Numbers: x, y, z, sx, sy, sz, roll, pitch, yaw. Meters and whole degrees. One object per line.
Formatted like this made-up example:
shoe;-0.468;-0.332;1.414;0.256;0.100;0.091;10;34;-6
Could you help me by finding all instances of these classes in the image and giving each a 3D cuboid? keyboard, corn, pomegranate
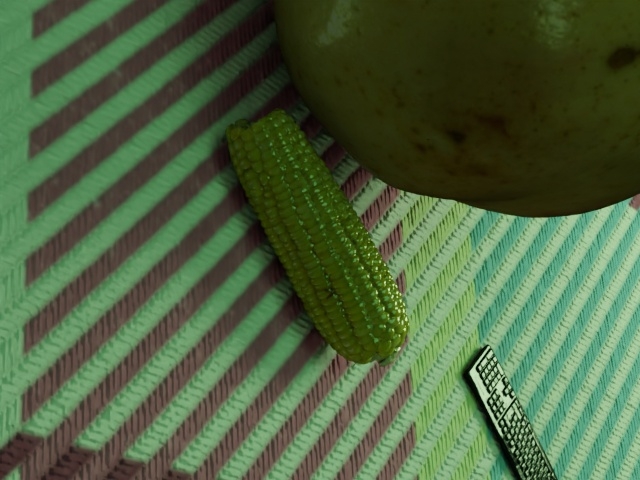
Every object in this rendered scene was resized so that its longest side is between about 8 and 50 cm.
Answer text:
keyboard;0.162;0.162;1.354;0.155;0.010;0.053;62;36;-14
corn;0.000;0.000;1.155;0.206;0.067;0.067;61;35;-11
pomegranate;0.142;-0.211;1.209;0.411;0.411;0.411;28;53;-45
